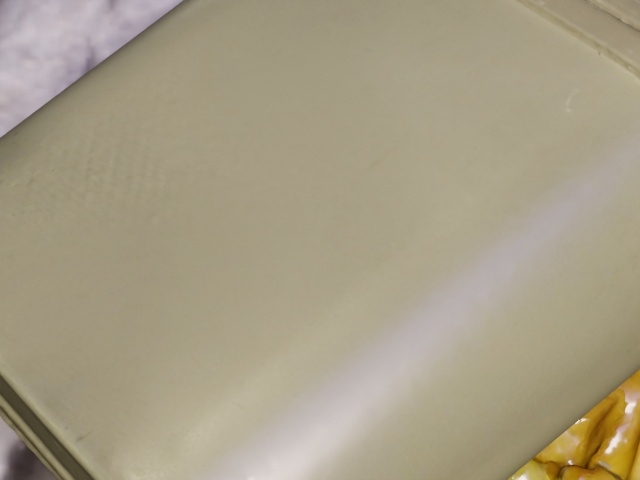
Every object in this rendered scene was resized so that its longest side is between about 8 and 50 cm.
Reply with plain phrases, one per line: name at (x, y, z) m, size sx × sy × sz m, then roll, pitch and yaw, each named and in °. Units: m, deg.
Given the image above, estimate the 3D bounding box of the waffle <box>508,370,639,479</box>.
waffle at (0.214, 0.070, 0.645) m, size 0.282 × 0.058 × 0.301 m, roll 41°, pitch 68°, yaw 9°

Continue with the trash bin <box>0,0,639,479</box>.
trash bin at (0.000, 0.000, 0.585) m, size 0.247 × 0.121 × 0.243 m, roll -39°, pitch 53°, yaw -17°
